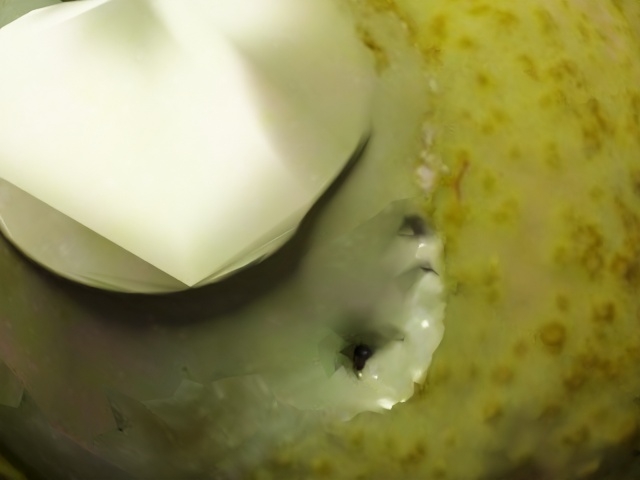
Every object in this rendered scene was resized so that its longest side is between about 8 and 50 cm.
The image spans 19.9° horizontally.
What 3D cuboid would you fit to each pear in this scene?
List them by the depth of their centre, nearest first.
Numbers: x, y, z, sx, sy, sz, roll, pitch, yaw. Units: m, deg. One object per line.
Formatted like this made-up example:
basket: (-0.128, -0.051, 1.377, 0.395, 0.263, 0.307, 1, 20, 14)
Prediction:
pear: (0.000, 0.000, 0.553, 0.271, 0.271, 0.271, -12, 71, 37)
